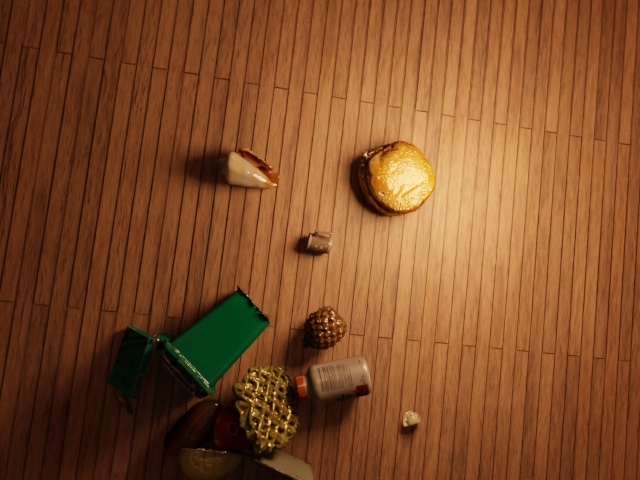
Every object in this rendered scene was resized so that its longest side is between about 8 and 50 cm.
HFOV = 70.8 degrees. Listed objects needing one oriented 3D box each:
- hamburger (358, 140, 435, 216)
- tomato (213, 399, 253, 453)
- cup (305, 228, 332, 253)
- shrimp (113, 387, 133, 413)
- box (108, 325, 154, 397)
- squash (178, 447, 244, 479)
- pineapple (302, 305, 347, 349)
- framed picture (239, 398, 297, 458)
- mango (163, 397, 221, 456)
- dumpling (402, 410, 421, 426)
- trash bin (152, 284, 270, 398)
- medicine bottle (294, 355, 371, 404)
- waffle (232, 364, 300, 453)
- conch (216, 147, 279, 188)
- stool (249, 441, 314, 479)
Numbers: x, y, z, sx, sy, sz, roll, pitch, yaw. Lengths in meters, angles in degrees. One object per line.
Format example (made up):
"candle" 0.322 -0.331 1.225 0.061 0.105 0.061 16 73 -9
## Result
"hamburger" 0.309 -0.258 1.867 0.289 0.170 0.314 -35 90 -11
"tomato" -0.314 0.704 1.700 0.135 0.195 0.195 0 86 29
"cup" -0.001 -0.001 1.853 0.099 0.074 0.102 14 105 -9
"shrimp" -0.745 0.607 1.744 0.090 0.025 0.127 -27 88 -10
"box" -0.712 0.455 1.703 0.160 0.042 0.227 12 83 35
"squash" -0.432 0.803 1.670 0.236 0.155 0.204 21 103 -23
"pineapple" 0.005 0.359 1.797 0.193 0.166 0.166 -40 92 -9
"framed picture" -0.231 0.745 1.809 0.216 0.016 0.274 16 85 -6
"mango" -0.482 0.719 1.728 0.133 0.111 0.267 43 83 14
"dumpling" 0.379 0.744 1.880 0.077 0.043 0.060 -22 72 7
"trash bin" -0.401 0.358 1.703 0.381 0.259 0.295 -43 92 -15
"medicine bottle" 0.046 0.559 1.787 0.288 0.157 0.157 -9 88 -8
"waffle" -0.193 0.626 1.702 0.297 0.073 0.317 -4 67 -51
"conch" -0.302 -0.271 1.827 0.255 0.127 0.158 31 52 -26
"stool" -0.192 0.951 1.714 0.269 0.170 0.244 27 88 -6
